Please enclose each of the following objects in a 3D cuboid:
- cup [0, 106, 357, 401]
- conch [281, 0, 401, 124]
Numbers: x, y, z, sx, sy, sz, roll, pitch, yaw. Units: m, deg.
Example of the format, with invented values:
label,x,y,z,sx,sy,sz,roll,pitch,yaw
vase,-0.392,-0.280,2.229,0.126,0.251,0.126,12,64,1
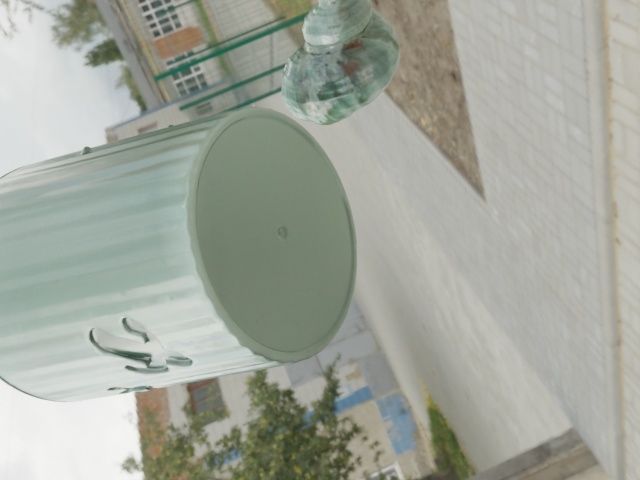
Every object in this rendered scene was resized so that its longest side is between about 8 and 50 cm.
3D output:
label,x,y,z,sx,sy,sz,roll,pitch,yaw
cup,-0.162,0.021,0.841,0.400,0.392,0.311,-7,-93,-54
conch,0.038,-0.348,1.283,0.195,0.220,0.277,-83,-5,-51
